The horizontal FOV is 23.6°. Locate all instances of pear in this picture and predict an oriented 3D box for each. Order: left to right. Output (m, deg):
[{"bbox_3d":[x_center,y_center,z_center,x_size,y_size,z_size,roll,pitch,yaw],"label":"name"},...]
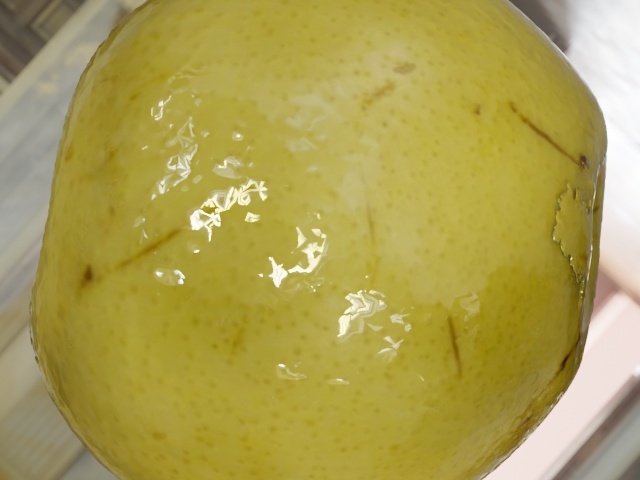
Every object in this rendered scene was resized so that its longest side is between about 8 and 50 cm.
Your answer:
[{"bbox_3d":[0.000,0.000,0.879,0.348,0.348,0.348,42,180,0],"label":"pear"}]
